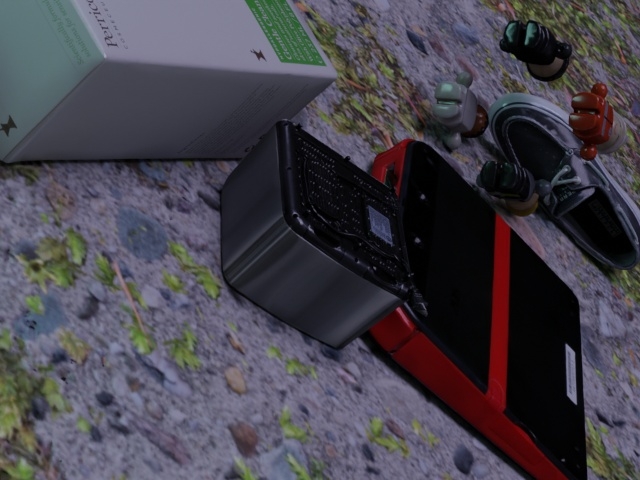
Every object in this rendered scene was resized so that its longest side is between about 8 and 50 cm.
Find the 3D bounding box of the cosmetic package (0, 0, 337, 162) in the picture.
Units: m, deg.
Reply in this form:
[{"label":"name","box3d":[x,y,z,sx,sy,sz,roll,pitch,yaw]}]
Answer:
[{"label":"cosmetic package","box3d":[-0.172,-0.190,1.378,0.366,0.155,0.197,-7,62,-59]}]

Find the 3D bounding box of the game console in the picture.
[{"label":"game console","box3d":[0.177,0.076,1.662,0.342,0.060,0.386,45,28,-19]}]

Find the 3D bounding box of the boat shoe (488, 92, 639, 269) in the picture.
[{"label":"boat shoe","box3d":[0.344,-0.077,2.040,0.301,0.108,0.102,49,25,-15]}]

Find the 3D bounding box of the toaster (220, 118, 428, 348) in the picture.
[{"label":"toaster","box3d":[0.000,0.000,1.428,0.168,0.110,0.185,31,32,-29]}]

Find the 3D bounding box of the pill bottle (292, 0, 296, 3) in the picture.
[{"label":"pill bottle","box3d":[-0.040,-0.329,1.865,0.043,0.043,0.083,43,28,-10]}]

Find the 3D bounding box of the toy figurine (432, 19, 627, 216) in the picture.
[{"label":"toy figurine","box3d":[0.271,-0.161,1.924,0.213,0.209,0.148,54,13,22]}]
